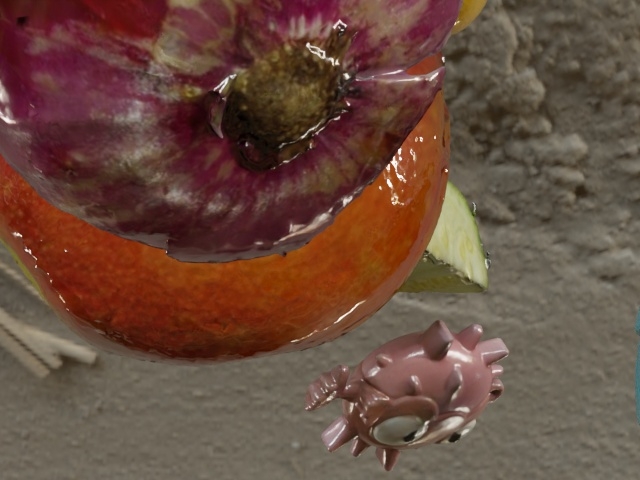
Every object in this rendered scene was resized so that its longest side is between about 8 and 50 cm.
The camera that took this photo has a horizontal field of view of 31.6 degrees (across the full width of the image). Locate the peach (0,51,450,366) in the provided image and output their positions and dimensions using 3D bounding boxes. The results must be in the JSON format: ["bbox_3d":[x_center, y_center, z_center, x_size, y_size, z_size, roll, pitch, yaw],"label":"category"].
[{"bbox_3d":[-0.074,-0.073,0.870,0.373,0.372,0.290,-16,134,11],"label":"peach"}]

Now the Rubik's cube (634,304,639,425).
[{"bbox_3d":[0.320,0.068,0.855,0.254,0.254,0.254,-1,129,-1],"label":"Rubik's cube"}]

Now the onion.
[{"bbox_3d":[-0.054,-0.099,0.461,0.207,0.200,0.200,-30,125,33],"label":"onion"}]

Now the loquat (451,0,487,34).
[{"bbox_3d":[0.092,-0.257,1.066,0.141,0.141,0.141,-1,129,-1],"label":"loquat"}]

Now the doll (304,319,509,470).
[{"bbox_3d":[0.098,0.165,1.233,0.262,0.093,0.211,11,124,-39],"label":"doll"}]

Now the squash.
[{"bbox_3d":[0.000,0.000,1.149,0.289,0.111,0.203,-12,156,30],"label":"squash"}]
